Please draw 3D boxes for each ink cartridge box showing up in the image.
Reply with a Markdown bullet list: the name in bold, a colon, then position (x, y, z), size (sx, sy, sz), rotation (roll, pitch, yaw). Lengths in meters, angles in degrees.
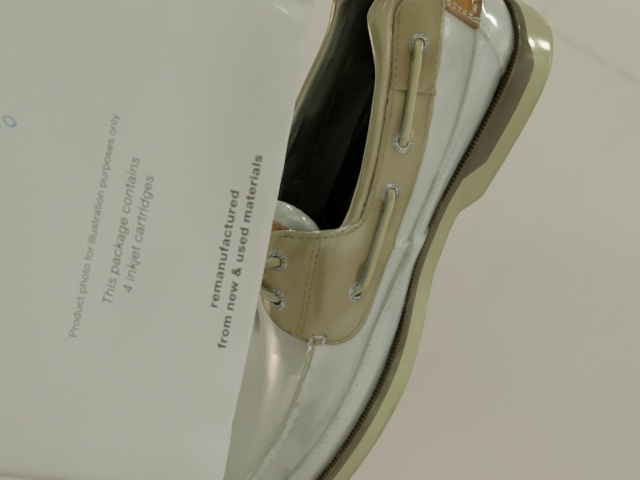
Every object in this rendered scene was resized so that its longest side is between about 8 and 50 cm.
- **ink cartridge box**: position (-0.153, -0.023, 0.607), size (0.233, 0.168, 0.171), rotation (10, 1, -27)

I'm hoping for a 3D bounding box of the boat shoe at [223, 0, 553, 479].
- **boat shoe**: position (0.000, 0.000, 0.925), size (0.103, 0.302, 0.113), rotation (20, 7, -37)
